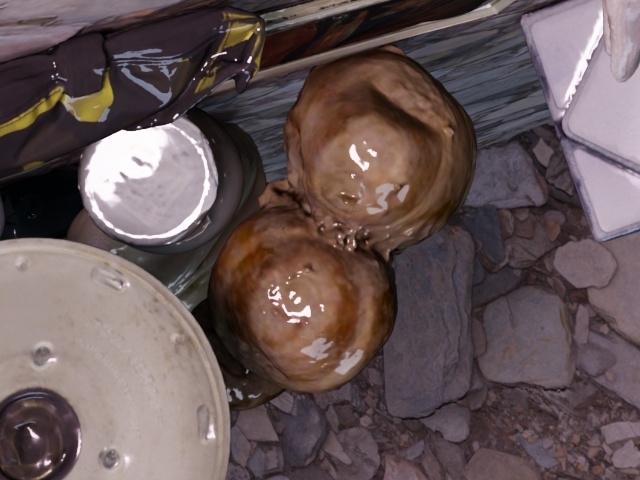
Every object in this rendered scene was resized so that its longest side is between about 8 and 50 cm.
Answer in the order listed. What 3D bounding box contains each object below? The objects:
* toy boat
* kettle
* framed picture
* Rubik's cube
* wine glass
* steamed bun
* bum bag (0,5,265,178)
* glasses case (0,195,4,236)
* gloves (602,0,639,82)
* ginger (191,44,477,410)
[{"bbox_3d":[-0.225,-0.029,1.556,0.141,0.055,0.060,-19,170,-46],"label":"toy boat"},{"bbox_3d":[-0.279,0.161,1.274,0.361,0.250,0.377,-40,-167,-17],"label":"kettle"},{"bbox_3d":[0.044,-0.150,1.230,0.273,0.016,0.216,-18,178,-17],"label":"framed picture"},{"bbox_3d":[0.315,-0.128,1.562,0.205,0.207,0.205,-18,180,21],"label":"Rubik's cube"},{"bbox_3d":[-0.111,-0.045,1.321,0.111,0.111,0.204,-18,180,3],"label":"wine glass"},{"bbox_3d":[-0.119,0.013,1.557,0.211,0.144,0.218,-39,172,-37],"label":"steamed bun"},{"bbox_3d":[-0.142,-0.074,1.000,0.233,0.060,0.107,-20,170,-26],"label":"bum bag"},{"bbox_3d":[-0.264,-0.022,1.198,0.045,0.067,0.178,-19,178,22],"label":"glasses case"},{"bbox_3d":[0.249,-0.176,1.203,0.140,0.131,0.218,-20,-151,-6],"label":"gloves"},{"bbox_3d":[0.000,0.000,1.361,0.304,0.155,0.244,-56,-170,-2],"label":"ginger"}]
